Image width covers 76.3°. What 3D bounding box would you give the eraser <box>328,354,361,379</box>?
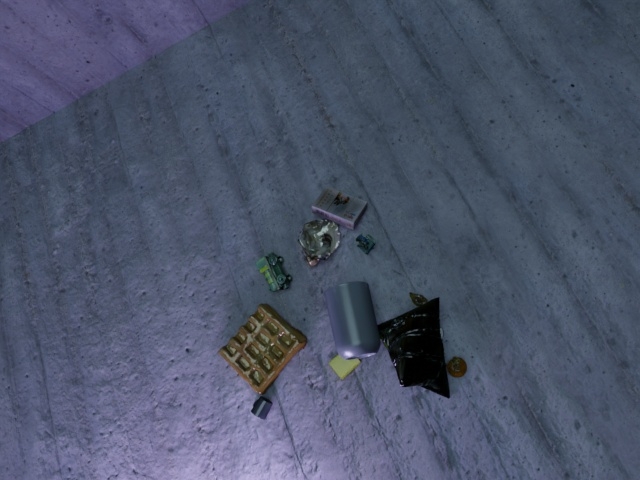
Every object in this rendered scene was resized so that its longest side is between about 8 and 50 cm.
[{"bbox_3d":[0.113,0.554,1.851,0.122,0.045,0.097,-42,71,-1],"label":"eraser"}]

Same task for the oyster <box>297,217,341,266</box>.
[{"bbox_3d":[0.000,0.000,2.003,0.223,0.083,0.214,-20,80,-10],"label":"oyster"}]

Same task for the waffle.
[{"bbox_3d":[-0.275,0.512,1.942,0.304,0.077,0.348,39,88,18],"label":"waffle"}]

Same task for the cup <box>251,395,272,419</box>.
[{"bbox_3d":[-0.275,0.767,1.884,0.100,0.078,0.077,17,73,48],"label":"cup"}]

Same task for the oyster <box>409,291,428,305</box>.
[{"bbox_3d":[0.443,0.269,1.849,0.093,0.034,0.051,15,72,21],"label":"oyster"}]

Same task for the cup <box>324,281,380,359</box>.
[{"bbox_3d":[0.142,0.355,1.795,0.206,0.205,0.311,-15,68,10],"label":"cup"}]

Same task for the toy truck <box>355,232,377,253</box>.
[{"bbox_3d":[0.214,0.002,1.899,0.067,0.175,0.081,42,83,20],"label":"toy truck"}]

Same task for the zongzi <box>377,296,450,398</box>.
[{"bbox_3d":[0.435,0.495,1.719,0.319,0.362,0.383,-30,36,28],"label":"zongzi"}]

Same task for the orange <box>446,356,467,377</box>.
[{"bbox_3d":[0.581,0.539,1.729,0.086,0.062,0.086,-3,78,12],"label":"orange"}]

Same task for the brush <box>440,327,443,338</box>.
[{"bbox_3d":[0.449,0.409,1.818,0.194,0.016,0.062,4,79,15],"label":"brush"}]

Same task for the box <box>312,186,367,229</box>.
[{"bbox_3d":[0.094,-0.161,2.002,0.233,0.067,0.149,23,62,18],"label":"box"}]

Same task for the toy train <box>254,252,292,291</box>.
[{"bbox_3d":[-0.230,0.163,2.022,0.132,0.083,0.200,-31,71,16],"label":"toy train"}]
